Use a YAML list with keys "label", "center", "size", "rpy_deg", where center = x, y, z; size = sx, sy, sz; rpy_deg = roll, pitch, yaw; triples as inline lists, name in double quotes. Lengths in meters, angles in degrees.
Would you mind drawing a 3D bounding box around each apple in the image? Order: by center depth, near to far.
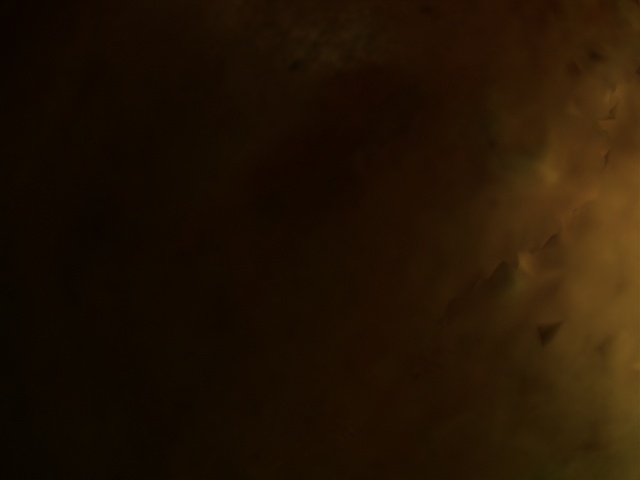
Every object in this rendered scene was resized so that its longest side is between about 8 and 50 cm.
- label: "apple"
  center: [0.008, 0.012, 0.591]
  size: [0.305, 0.338, 0.338]
  rpy_deg: [-54, 150, 6]
